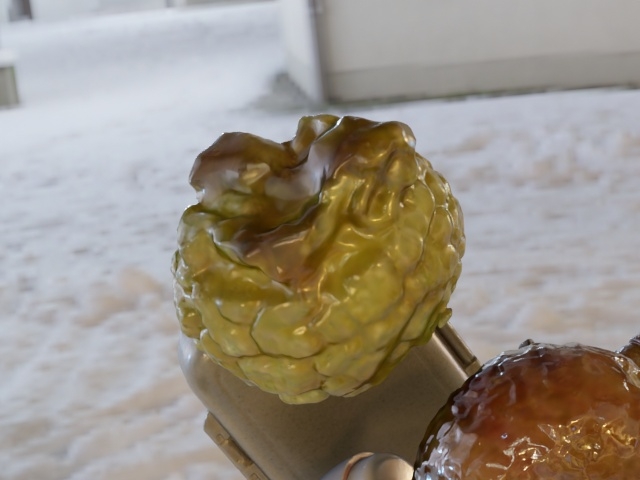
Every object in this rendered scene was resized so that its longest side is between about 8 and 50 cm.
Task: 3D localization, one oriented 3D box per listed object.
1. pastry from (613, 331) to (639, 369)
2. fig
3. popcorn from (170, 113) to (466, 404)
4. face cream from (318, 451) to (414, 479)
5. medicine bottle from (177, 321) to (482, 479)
[{"bbox_3d":[0.415,0.182,2.100,0.229,0.100,0.218,-43,-10,-5],"label":"pastry"},{"bbox_3d":[0.236,0.205,1.604,0.286,0.286,0.368,-5,22,7],"label":"fig"},{"bbox_3d":[0.000,0.000,1.306,0.237,0.251,0.206,15,38,7],"label":"popcorn"},{"bbox_3d":[0.048,0.278,1.655,0.104,0.117,0.117,-29,-3,35],"label":"face cream"},{"bbox_3d":[0.028,0.173,1.790,0.282,0.375,0.123,-38,23,0],"label":"medicine bottle"}]
